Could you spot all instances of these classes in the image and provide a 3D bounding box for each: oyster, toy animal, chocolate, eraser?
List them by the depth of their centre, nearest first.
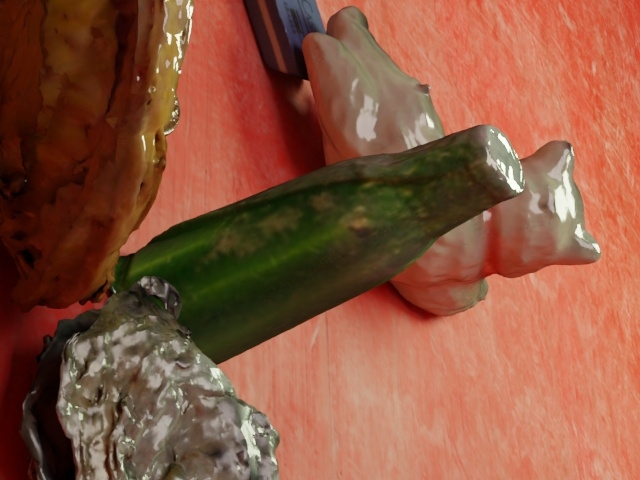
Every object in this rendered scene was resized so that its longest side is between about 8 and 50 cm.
[{"bbox_3d":[-0.090,0.163,1.006,0.268,0.112,0.198,65,26,-7],"label":"oyster"},{"bbox_3d":[0.000,0.000,1.105,0.110,0.291,0.110,47,29,-37],"label":"chocolate"},{"bbox_3d":[0.123,-0.079,1.494,0.266,0.188,0.308,-13,94,-51],"label":"toy animal"},{"bbox_3d":[-0.044,-0.244,1.516,0.082,0.036,0.225,7,63,-58],"label":"eraser"}]

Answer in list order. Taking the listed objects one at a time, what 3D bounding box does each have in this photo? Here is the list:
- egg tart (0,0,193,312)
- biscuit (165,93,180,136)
[{"bbox_3d":[-0.159,-0.095,0.987,0.107,0.291,0.291,13,50,-18],"label":"egg tart"},{"bbox_3d":[-0.176,-0.130,1.182,0.205,0.031,0.138,28,48,-49],"label":"biscuit"}]
